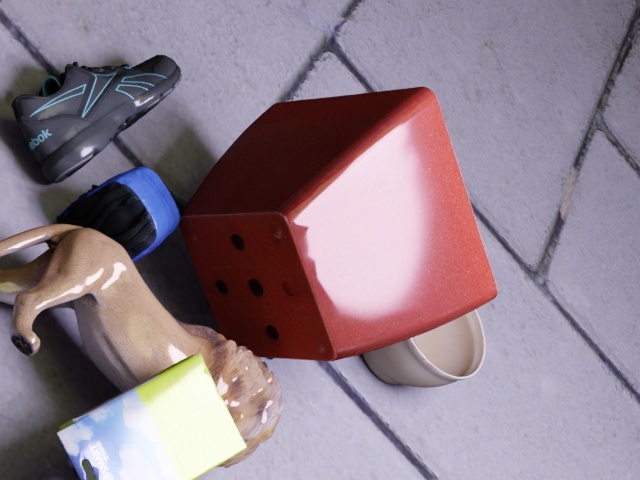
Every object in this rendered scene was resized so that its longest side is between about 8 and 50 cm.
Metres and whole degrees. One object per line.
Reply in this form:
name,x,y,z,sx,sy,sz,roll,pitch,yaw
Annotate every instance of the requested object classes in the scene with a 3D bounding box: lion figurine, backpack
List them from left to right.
lion figurine,-0.205,0.099,1.543,0.240,0.142,0.392,-45,108,-38
backpack,-0.216,-0.029,1.649,0.098,0.120,0.101,53,37,-5

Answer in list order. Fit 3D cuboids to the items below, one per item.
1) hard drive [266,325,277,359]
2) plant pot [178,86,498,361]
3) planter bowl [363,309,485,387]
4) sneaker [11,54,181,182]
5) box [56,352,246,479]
hard drive,-0.055,0.075,1.838,0.094,0.022,0.135,52,37,-7
plant pot,0.000,0.000,1.693,0.235,0.267,0.267,-34,113,-40
planter bowl,0.120,0.123,1.929,0.162,0.109,0.162,27,47,-34
sneaker,-0.254,-0.170,1.725,0.106,0.101,0.267,50,37,-6
box,-0.167,0.195,1.432,0.178,0.042,0.109,-27,91,-38
